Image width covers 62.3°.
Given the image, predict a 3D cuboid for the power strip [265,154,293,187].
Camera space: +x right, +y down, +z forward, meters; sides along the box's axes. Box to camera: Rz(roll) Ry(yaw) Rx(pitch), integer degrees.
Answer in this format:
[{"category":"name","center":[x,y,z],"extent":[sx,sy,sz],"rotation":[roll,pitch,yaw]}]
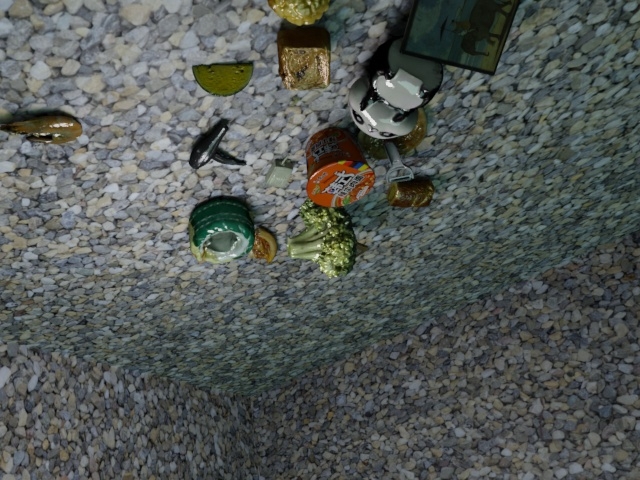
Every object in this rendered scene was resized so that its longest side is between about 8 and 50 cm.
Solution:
[{"category":"power strip","center":[-0.148,-0.264,1.988],"extent":[0.075,0.042,0.175],"rotation":[7,142,-24]}]

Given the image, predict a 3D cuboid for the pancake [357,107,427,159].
[{"category":"pancake","center":[0.266,-0.394,1.928],"extent":[0.283,0.048,0.282],"rotation":[-9,150,-5]}]

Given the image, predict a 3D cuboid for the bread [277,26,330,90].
[{"category":"bread","center":[-0.047,-0.529,1.538],"extent":[0.158,0.143,0.149],"rotation":[-5,139,-11]}]

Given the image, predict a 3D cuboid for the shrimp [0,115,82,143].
[{"category":"shrimp","center":[-0.866,-0.341,1.650],"extent":[0.236,0.053,0.133],"rotation":[-8,167,-14]}]

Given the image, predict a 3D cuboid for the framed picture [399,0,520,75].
[{"category":"framed picture","center":[0.410,-0.637,1.528],"extent":[0.347,0.016,0.264],"rotation":[5,114,-24]}]

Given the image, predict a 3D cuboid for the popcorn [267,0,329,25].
[{"category":"popcorn","center":[-0.054,-0.647,1.355],"extent":[0.180,0.170,0.180],"rotation":[-46,166,-15]}]

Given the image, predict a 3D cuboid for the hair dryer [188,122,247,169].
[{"category":"hair dryer","center":[-0.334,-0.309,1.863],"extent":[0.195,0.075,0.219],"rotation":[-43,147,25]}]

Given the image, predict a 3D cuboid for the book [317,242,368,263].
[{"category":"book","center":[0.051,0.047,2.539],"extent":[0.310,0.021,0.217],"rotation":[22,134,-41]}]

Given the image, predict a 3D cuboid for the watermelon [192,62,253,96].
[{"category":"watermelon","center":[-0.291,-0.475,1.598],"extent":[0.182,0.075,0.092],"rotation":[-4,142,-10]}]

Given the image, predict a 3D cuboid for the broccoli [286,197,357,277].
[{"category":"broccoli","center":[0.001,0.011,2.171],"extent":[0.281,0.347,0.293],"rotation":[-8,154,-16]}]

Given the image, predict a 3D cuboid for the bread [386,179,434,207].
[{"category":"bread","center":[0.376,-0.194,2.210],"extent":[0.172,0.103,0.132],"rotation":[0,141,-14]}]

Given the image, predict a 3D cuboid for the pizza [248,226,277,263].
[{"category":"pizza","center":[-0.260,0.029,2.377],"extent":[0.135,0.056,0.271],"rotation":[-12,147,-16]}]

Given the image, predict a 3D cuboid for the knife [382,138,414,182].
[{"category":"knife","center":[0.267,-0.305,1.981],"extent":[0.124,0.053,0.278],"rotation":[-13,152,13]}]

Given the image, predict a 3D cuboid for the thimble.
[{"category":"thimble","center":[-0.404,-0.033,2.138],"extent":[0.288,0.167,0.254],"rotation":[-29,143,22]}]

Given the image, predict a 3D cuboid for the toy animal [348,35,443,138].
[{"category":"toy animal","center":[0.224,-0.459,1.663],"extent":[0.251,0.250,0.310],"rotation":[5,155,-25]}]

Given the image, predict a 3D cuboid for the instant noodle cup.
[{"category":"instant noodle cup","center":[0.057,-0.271,1.910],"extent":[0.251,0.192,0.250],"rotation":[-8,147,-5]}]
